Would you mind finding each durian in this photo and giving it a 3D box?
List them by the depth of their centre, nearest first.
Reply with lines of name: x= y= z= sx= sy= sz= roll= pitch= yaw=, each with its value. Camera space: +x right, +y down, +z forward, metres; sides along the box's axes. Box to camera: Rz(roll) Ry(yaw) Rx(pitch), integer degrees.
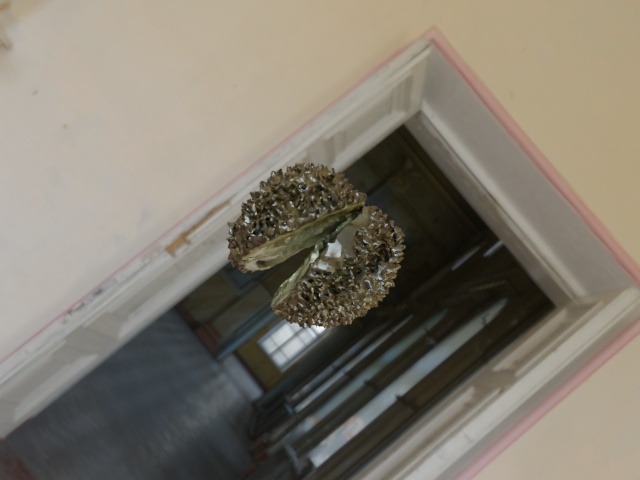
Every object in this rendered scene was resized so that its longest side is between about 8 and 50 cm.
durian: x=0.000 y=0.000 z=0.889 sx=0.196 sy=0.196 sz=0.167 roll=52 pitch=-40 yaw=-10
